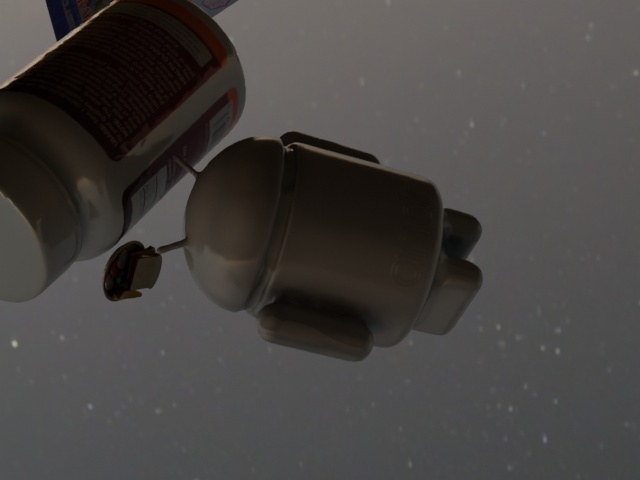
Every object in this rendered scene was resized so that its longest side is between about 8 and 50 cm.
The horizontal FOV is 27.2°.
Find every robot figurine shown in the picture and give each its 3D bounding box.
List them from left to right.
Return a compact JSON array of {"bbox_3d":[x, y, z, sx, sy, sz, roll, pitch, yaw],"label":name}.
[{"bbox_3d":[0.000,0.000,1.467,0.354,0.199,0.299,14,-135,-12],"label":"robot figurine"}]

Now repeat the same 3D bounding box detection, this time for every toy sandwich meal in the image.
[{"bbox_3d":[-0.221,0.039,1.544,0.029,0.085,0.085,24,-130,24],"label":"toy sandwich meal"}]

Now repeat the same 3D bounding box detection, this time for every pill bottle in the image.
[{"bbox_3d":[-0.277,-0.115,1.549,0.224,0.224,0.392,12,-140,27],"label":"pill bottle"}]

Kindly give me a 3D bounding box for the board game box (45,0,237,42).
[{"bbox_3d":[-0.294,-0.438,2.061,0.318,0.066,0.318,-30,-116,21],"label":"board game box"}]
